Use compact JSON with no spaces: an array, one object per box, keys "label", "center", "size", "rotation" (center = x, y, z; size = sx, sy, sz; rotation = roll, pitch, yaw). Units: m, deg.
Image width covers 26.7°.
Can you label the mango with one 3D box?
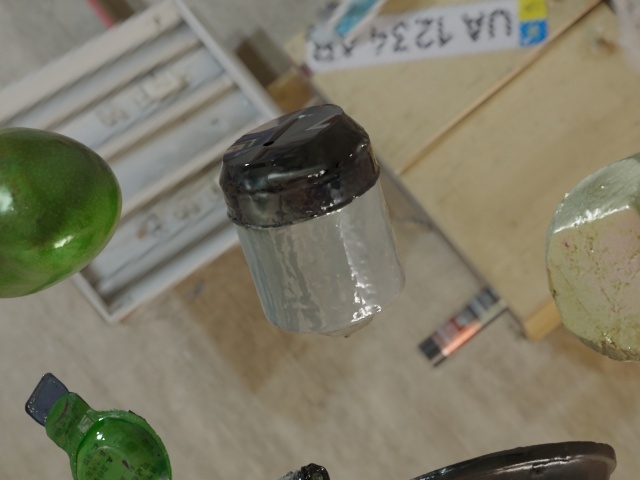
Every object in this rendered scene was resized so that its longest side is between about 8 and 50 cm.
[{"label":"mango","center":[-0.356,-0.029,1.578],"size":[0.382,0.225,0.201],"rotation":[11,112,62]}]

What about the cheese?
[{"label":"cheese","center":[-0.372,0.356,2.300],"size":[0.320,0.204,0.083],"rotation":[40,-157,13]}]

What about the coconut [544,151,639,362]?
[{"label":"coconut","center":[0.394,0.009,1.499],"size":[0.239,0.244,0.239],"rotation":[23,122,42]}]

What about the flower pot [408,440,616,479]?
[{"label":"flower pot","center":[0.277,0.453,1.899],"size":[0.379,0.379,0.251],"rotation":[45,-153,-62]}]

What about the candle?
[{"label":"candle","center":[0.000,0.000,1.862],"size":[0.221,0.221,0.343],"rotation":[-121,12,-67]}]

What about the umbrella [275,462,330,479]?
[{"label":"umbrella","center":[-0.033,0.332,1.810],"size":[0.046,0.050,0.188],"rotation":[53,152,4]}]
